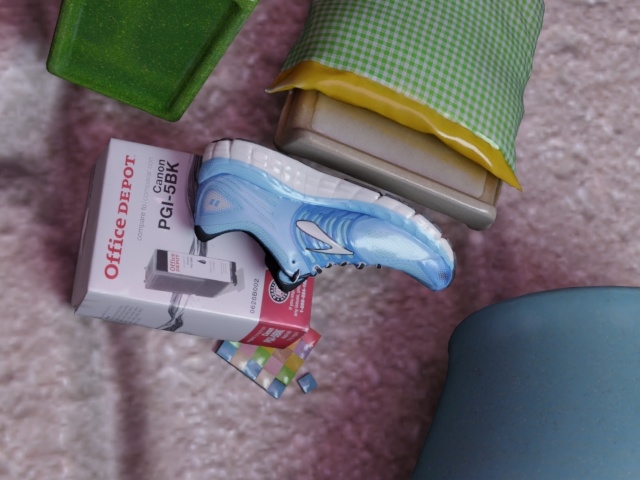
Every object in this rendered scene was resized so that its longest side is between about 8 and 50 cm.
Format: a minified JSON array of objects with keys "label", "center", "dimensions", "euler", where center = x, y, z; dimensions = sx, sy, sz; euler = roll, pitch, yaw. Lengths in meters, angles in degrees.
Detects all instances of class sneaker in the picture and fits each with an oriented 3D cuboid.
[{"label":"sneaker","center":[0.000,0.000,0.857],"dimensions":[0.162,0.063,0.073],"euler":[21,83,-6]}]

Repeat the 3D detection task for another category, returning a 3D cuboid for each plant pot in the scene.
[{"label":"plant pot","center":[0.165,0.172,0.843],"dimensions":[0.271,0.272,0.255],"euler":[10,65,-15]}]

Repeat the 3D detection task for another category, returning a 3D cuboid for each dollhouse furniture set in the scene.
[{"label":"dollhouse furniture set","center":[0.017,-0.156,0.867],"dimensions":[0.301,0.151,0.198],"euler":[21,61,-11]}]

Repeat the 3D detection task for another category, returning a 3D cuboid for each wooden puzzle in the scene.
[{"label":"wooden puzzle","center":[-0.033,0.064,0.921],"dimensions":[0.083,0.006,0.049],"euler":[37,74,-9]}]

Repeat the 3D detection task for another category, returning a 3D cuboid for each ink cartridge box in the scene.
[{"label":"ink cartridge box","center":[-0.073,0.003,0.887],"dimensions":[0.135,0.056,0.099],"euler":[10,72,-15]}]
